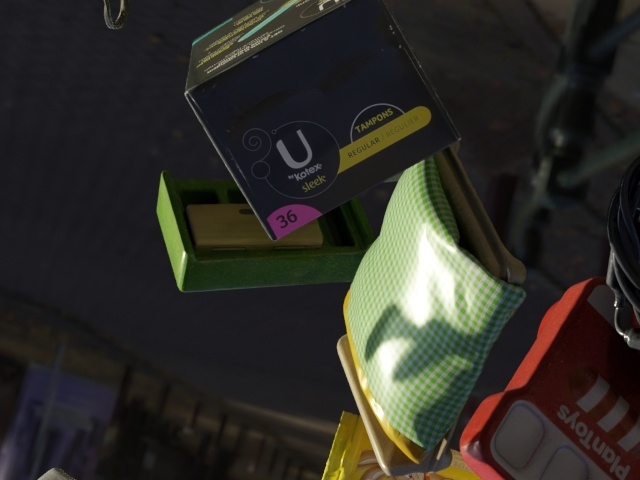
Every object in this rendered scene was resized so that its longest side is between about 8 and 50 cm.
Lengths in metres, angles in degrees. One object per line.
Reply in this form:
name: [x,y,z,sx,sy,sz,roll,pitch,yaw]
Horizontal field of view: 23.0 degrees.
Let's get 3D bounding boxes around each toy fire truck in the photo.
toy fire truck: [0.279,0.185,1.354,0.302,0.254,0.169,45,152,-14]

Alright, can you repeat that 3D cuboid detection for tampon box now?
tampon box: [-0.002,-0.089,0.919,0.101,0.120,0.161,59,-174,-17]

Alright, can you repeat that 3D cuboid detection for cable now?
cable: [0.269,0.017,1.106,0.047,0.184,0.151,-23,-139,-37]

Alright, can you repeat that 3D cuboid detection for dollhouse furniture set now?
dollhouse furniture set: [0.000,0.000,1.087,0.151,0.301,0.197,0,131,-20]

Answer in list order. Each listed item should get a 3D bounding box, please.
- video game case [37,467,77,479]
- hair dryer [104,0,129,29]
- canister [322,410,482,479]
video game case: [-0.232,0.326,1.185,0.329,0.300,0.036,20,142,50]
hair dryer: [-0.196,-0.323,1.166,0.223,0.080,0.293,49,161,48]
canister: [0.085,0.238,1.455,0.170,0.073,0.126,17,127,3]
